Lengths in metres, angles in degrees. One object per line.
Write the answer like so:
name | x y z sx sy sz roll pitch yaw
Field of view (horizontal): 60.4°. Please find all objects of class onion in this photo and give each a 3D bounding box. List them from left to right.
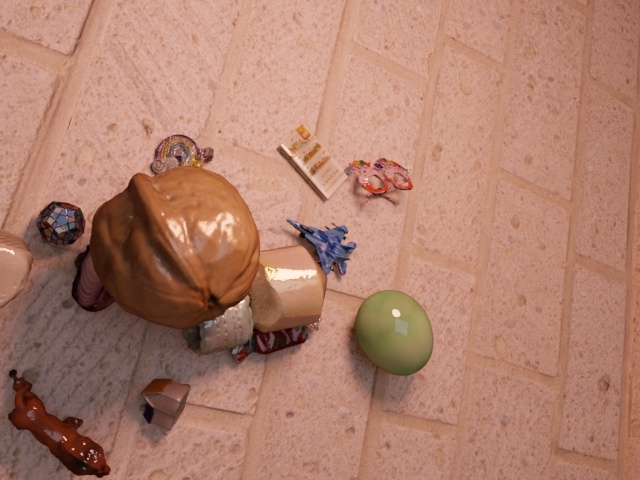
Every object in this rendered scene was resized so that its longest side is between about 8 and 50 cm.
onion | -0.530 0.076 1.359 0.098 0.151 0.206 36 71 -55

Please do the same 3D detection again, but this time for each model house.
model house | -0.396 0.405 1.382 0.100 0.088 0.101 21 104 1

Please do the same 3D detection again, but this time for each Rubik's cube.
Rubik's cube | -0.626 -0.042 1.330 0.093 0.111 0.111 46 61 -41

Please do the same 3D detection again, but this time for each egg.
egg | 0.222 0.276 1.642 0.220 0.220 0.270 -41 110 -27

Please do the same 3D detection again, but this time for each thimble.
thimble | -0.276 0.183 1.420 0.149 0.185 0.211 -12 77 -30

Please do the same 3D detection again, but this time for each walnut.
walnut | -0.316 0.011 1.216 0.381 0.381 0.381 5 78 -27

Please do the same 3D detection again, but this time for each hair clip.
hair clip | -0.383 -0.239 1.525 0.172 0.049 0.116 -2 68 -20

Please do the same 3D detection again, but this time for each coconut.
coconut | -0.096 0.126 1.498 0.244 0.239 0.239 -7 84 -24

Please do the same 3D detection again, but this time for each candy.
candy | -0.119 0.271 1.556 0.292 0.059 0.086 -13 84 -29

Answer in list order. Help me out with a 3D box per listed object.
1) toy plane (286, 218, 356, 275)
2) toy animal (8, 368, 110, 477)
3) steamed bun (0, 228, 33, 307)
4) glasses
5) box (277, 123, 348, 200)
toy plane | -0.004 0.001 1.659 0.246 0.078 0.169 28 69 -14
toy animal | -0.595 0.422 1.226 0.312 0.157 0.097 46 63 -14
steamed bun | -0.820 0.036 1.132 0.383 0.247 0.236 31 79 -25
glasses | 0.194 -0.199 1.803 0.255 0.095 0.162 -8 59 -34
box | -0.020 -0.246 1.717 0.220 0.032 0.122 48 63 -12
